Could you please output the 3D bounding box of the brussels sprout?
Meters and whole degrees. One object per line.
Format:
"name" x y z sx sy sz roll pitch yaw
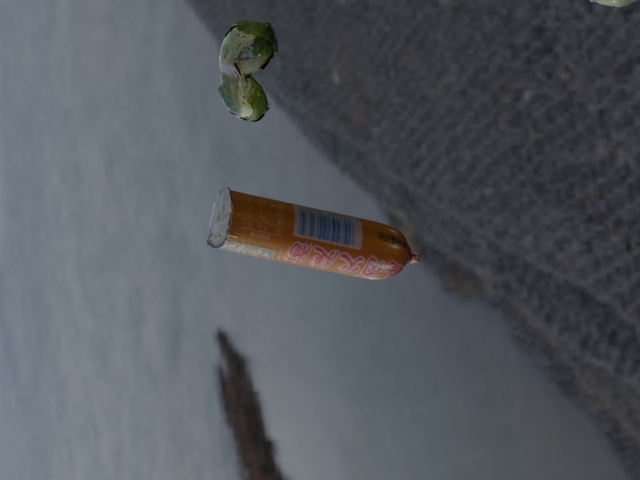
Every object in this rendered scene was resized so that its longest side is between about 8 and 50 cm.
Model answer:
"brussels sprout" -0.059 -0.137 1.229 0.046 0.051 0.083 20 109 52

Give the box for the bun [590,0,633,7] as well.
"bun" 0.250 -0.318 1.327 0.220 0.134 0.220 9 -90 -78

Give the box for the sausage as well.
"sausage" 0.000 0.000 0.739 0.031 0.107 0.031 -167 90 -71
